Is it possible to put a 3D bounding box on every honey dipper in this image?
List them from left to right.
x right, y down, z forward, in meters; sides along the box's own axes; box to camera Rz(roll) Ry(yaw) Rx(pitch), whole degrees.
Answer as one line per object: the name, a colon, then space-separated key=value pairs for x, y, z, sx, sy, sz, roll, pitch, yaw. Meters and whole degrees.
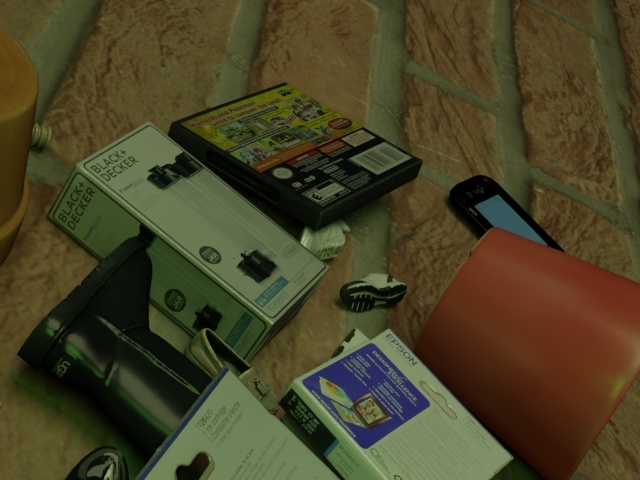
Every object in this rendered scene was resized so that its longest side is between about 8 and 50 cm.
honey dipper: x=-0.398 y=-0.140 z=1.591 sx=0.161 sy=0.030 sz=0.030 roll=13 pitch=39 yaw=-27

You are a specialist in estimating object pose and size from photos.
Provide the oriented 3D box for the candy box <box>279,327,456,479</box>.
candy box: x=0.051 y=0.211 z=1.507 sx=0.165 sy=0.070 sz=0.196 roll=37 pitch=34 yaw=4

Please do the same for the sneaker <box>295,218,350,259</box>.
sneaker: x=0.000 y=0.000 z=1.740 sx=0.061 sy=0.053 sz=0.152 roll=37 pitch=33 yaw=-2

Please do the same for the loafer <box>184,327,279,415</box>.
loafer: x=-0.093 y=0.147 z=1.488 sx=0.125 sy=0.039 sz=0.045 roll=38 pitch=33 yaw=5

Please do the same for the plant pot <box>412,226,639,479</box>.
plant pot: x=0.264 y=0.126 z=1.647 sx=0.243 sy=0.275 sz=0.275 roll=33 pitch=33 yaw=13

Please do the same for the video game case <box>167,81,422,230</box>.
video game case: x=-0.029 y=-0.121 z=1.832 sx=0.248 sy=0.035 sz=0.275 roll=32 pitch=31 yaw=20

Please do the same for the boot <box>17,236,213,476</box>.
boot: x=-0.178 y=0.120 z=1.404 sx=0.207 sy=0.094 sz=0.246 roll=40 pitch=26 yaw=-3

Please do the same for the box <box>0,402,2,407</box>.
box: x=-0.421 y=0.126 z=1.156 sx=0.257 sy=0.122 sz=0.128 roll=39 pitch=35 yaw=7

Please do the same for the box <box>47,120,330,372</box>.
box: x=-0.151 y=0.002 z=1.576 sx=0.290 sy=0.087 sz=0.169 roll=39 pitch=34 yaw=7

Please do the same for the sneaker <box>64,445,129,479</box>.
sneaker: x=-0.217 y=0.250 z=1.220 sx=0.067 sy=0.078 sz=0.188 roll=34 pitch=33 yaw=-1

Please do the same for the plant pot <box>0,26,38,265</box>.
plant pot: x=-0.421 y=-0.118 z=1.389 sx=0.291 sy=0.203 sz=0.291 roll=22 pitch=36 yaw=-17

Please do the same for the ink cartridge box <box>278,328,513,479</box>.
ink cartridge box: x=0.083 y=0.204 z=1.434 sx=0.206 sy=0.045 sz=0.208 roll=47 pitch=32 yaw=14

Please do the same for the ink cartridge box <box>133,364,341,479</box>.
ink cartridge box: x=-0.055 y=0.313 z=1.254 sx=0.307 sy=0.072 sz=0.303 roll=43 pitch=35 yaw=-3

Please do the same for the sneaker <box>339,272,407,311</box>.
sneaker: x=0.060 y=0.063 z=1.734 sx=0.109 sy=0.040 sz=0.044 roll=0 pitch=31 yaw=-46

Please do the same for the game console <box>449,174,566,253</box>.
game console: x=0.322 y=0.042 z=1.975 sx=0.361 sy=0.044 sz=0.213 roll=47 pitch=35 yaw=19
